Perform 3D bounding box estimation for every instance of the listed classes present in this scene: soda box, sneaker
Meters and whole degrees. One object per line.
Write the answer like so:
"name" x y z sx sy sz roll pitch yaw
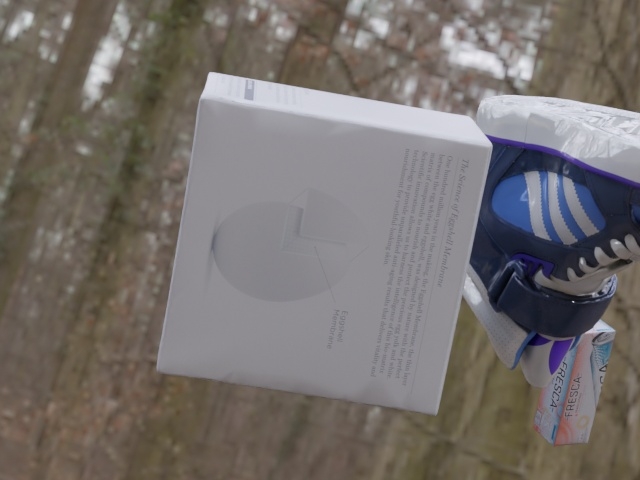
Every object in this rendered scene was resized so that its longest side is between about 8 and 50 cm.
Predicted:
"soda box" 0.356 0.197 2.278 0.063 0.183 0.058 -2 25 -28
"sneaker" 0.230 0.018 1.318 0.130 0.236 0.323 -5 16 -33

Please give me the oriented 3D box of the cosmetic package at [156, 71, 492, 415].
"cosmetic package" 0.000 0.000 1.291 0.225 0.224 0.138 10 13 -4
